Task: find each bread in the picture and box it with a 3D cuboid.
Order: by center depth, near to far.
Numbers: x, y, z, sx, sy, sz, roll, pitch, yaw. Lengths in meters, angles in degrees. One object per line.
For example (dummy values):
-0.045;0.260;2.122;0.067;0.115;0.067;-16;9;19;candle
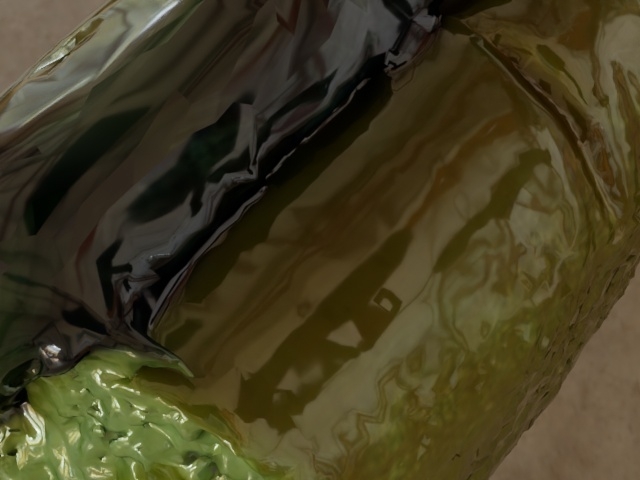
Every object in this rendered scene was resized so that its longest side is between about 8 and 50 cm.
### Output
0.000;0.000;0.598;0.208;0.251;0.376;34;61;8;bread
